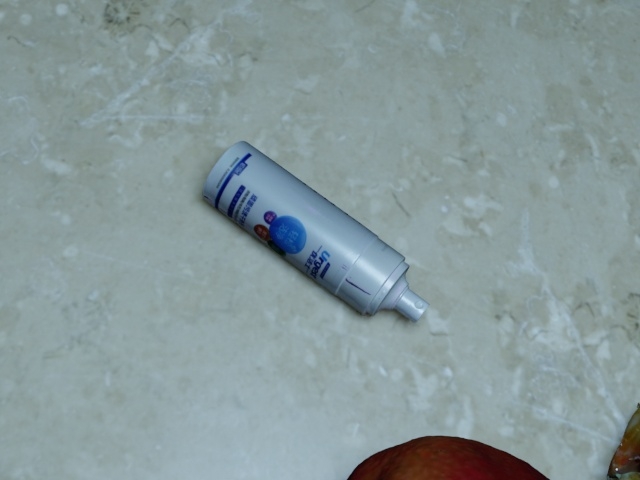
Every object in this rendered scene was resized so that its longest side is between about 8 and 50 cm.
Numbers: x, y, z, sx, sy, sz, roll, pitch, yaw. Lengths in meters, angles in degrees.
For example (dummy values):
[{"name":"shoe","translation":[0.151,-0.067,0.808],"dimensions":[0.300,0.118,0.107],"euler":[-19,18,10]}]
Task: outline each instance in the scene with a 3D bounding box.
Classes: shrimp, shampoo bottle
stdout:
[{"name":"shrimp","translation":[0.375,0.250,1.027],"dimensions":[0.287,0.063,0.152],"euler":[2,60,-35]},{"name":"shampoo bottle","translation":[0.000,0.000,1.118],"dimensions":[0.303,0.092,0.092],"euler":[37,65,9]}]

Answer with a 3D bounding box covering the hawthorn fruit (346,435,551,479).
[{"name":"hawthorn fruit","translation":[0.158,0.332,0.900],"dimensions":[0.307,0.265,0.265],"euler":[16,62,-19]}]
